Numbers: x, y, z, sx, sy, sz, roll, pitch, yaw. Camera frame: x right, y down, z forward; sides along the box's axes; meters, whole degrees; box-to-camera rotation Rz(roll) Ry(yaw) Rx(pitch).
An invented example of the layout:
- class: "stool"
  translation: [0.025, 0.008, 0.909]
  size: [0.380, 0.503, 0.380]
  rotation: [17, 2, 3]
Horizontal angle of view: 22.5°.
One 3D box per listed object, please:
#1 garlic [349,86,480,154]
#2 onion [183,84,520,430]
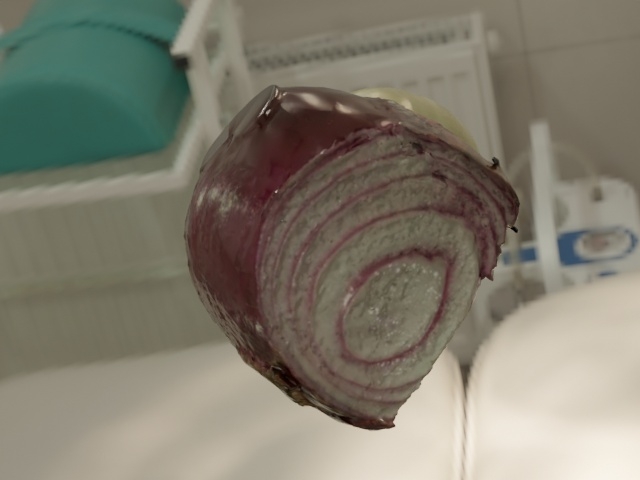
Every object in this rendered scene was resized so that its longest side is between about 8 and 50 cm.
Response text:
- class: "garlic"
  translation: [0.057, -0.060, 1.476]
  size: [0.145, 0.164, 0.245]
  rotation: [3, 13, -23]
- class: "onion"
  translation: [-0.003, -0.001, 1.167]
  size: [0.216, 0.206, 0.207]
  rotation: [-56, 19, -9]
